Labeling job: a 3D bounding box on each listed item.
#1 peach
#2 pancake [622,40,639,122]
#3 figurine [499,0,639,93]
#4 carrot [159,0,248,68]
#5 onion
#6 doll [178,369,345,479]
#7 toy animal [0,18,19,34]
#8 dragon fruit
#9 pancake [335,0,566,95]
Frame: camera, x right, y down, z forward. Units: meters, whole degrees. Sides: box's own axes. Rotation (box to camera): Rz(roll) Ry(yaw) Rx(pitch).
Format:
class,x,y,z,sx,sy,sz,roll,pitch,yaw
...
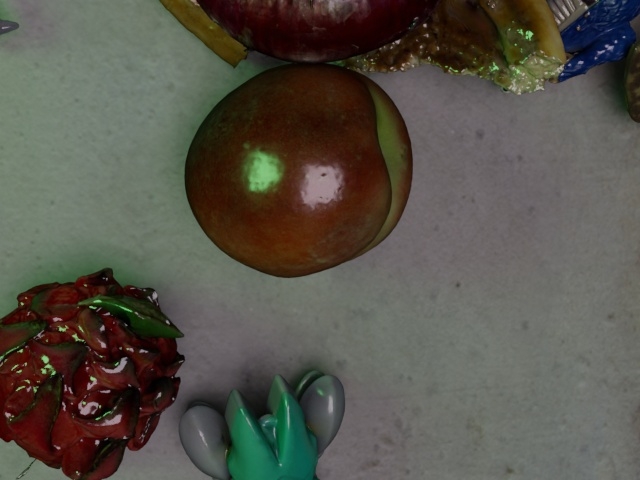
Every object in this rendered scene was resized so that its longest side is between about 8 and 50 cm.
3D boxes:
class,x,y,z,sx,sy,sz,roll,pitch,yaw
peach,-0.025,-0.077,1.196,0.252,0.252,0.252,-2,102,-11
pancake,0.451,-0.238,1.315,0.235,0.029,0.212,-50,142,7
figurine,0.304,-0.281,1.295,0.262,0.120,0.164,-35,106,14
carrot,-0.153,-0.282,1.219,0.205,0.072,0.072,39,92,-13
onion,-0.005,-0.320,1.159,0.314,0.232,0.313,1,67,-3
doll,-0.077,0.261,1.322,0.195,0.153,0.258,5,118,-31
toy animal,-0.372,-0.306,1.155,0.367,0.081,0.205,-2,87,-10
dragon fruit,-0.273,0.172,1.218,0.234,0.234,0.293,20,115,-15
pancake,0.123,-0.247,1.237,0.244,0.057,0.266,-30,73,16
